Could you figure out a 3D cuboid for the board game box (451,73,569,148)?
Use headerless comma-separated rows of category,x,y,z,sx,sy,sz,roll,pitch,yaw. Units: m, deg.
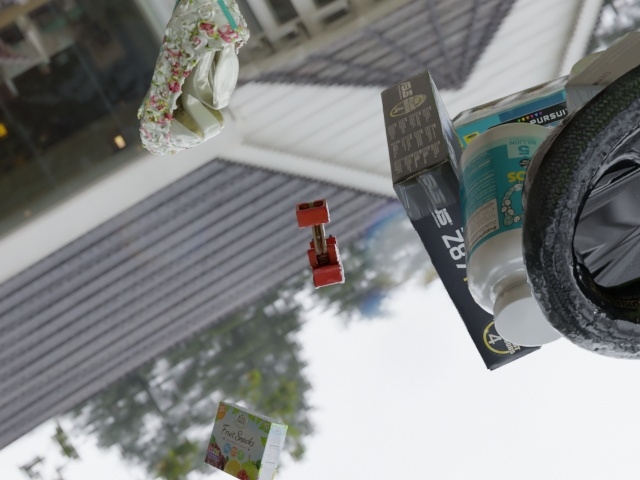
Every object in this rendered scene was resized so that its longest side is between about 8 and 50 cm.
board game box,0.378,-0.217,2.306,0.336,0.079,0.254,-19,-172,19

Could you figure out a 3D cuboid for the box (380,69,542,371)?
box,0.196,-0.040,2.005,0.097,0.318,0.395,-26,-159,11

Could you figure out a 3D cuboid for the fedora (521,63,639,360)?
fedora,0.309,-0.053,1.271,0.334,0.334,0.152,-31,-149,-9

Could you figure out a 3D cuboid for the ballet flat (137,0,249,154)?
ballet flat,-0.122,-0.143,1.328,0.091,0.077,0.241,-30,159,-30

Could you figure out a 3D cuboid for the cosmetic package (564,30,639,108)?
cosmetic package,0.415,-0.181,1.633,0.127,0.107,0.238,-39,-164,-16

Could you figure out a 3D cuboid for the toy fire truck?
toy fire truck,0.000,0.000,2.072,0.047,0.135,0.192,-12,-173,2

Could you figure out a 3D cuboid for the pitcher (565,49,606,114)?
pitcher,0.442,-0.162,1.917,0.178,0.207,0.125,-8,-153,32

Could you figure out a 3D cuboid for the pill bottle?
pill bottle,0.244,-0.005,1.649,0.146,0.146,0.264,-23,-136,24

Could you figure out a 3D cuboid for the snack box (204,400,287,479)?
snack box,-0.114,0.309,2.087,0.141,0.037,0.100,12,-94,51
